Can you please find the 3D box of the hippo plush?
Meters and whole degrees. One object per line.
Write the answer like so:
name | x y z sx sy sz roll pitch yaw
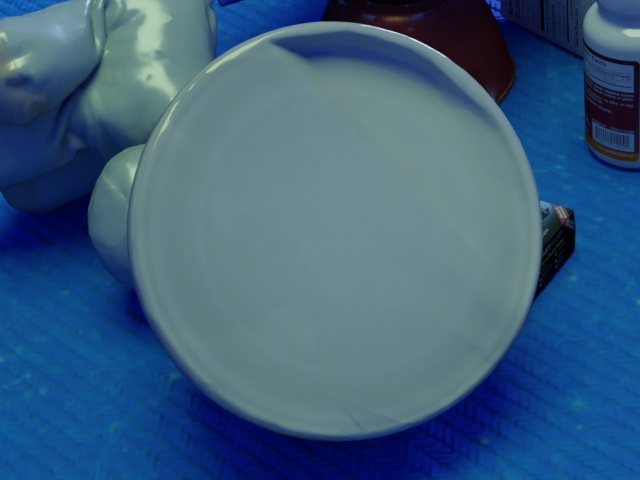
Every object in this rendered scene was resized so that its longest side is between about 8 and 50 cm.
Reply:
hippo plush | -0.115 -0.068 1.428 0.294 0.234 0.236 -33 69 -23

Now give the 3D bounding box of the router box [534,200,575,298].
router box | 0.119 0.012 1.369 0.092 0.038 0.122 16 42 29

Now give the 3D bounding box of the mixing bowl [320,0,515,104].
mixing bowl | 0.072 -0.179 1.584 0.181 0.098 0.181 -5 36 3

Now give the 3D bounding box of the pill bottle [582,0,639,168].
pill bottle | 0.247 -0.139 1.453 0.086 0.152 0.086 -4 37 3

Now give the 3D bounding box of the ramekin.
ramekin | 0.000 0.000 1.238 0.273 0.273 0.127 -20 -3 -16

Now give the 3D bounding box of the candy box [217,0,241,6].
candy box | 0.082 -0.317 1.594 0.268 0.122 0.317 -16 8 37

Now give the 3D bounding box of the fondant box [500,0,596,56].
fondant box | 0.347 -0.219 1.593 0.238 0.096 0.330 -29 43 -27
